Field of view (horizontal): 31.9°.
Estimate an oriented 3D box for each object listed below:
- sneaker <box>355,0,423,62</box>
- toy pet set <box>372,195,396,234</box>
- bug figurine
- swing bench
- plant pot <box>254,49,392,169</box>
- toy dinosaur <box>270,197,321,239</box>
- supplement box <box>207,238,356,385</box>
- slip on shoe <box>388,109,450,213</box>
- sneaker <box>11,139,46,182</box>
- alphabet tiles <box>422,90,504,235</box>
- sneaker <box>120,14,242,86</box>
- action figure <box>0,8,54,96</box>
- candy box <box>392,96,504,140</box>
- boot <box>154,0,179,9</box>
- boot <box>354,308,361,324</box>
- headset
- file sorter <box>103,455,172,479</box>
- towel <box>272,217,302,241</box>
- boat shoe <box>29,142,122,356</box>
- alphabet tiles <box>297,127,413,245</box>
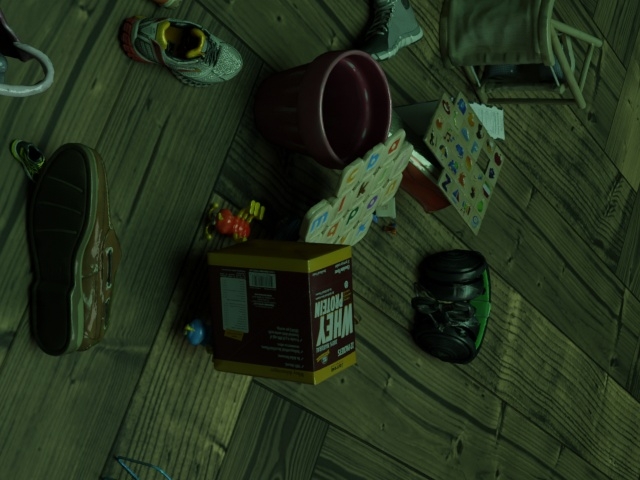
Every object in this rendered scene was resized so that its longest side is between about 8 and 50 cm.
[{"bbox_3d":[0.111,-0.417,2.122,0.229,0.086,0.132,-40,119,-52],"label":"sneaker"},{"bbox_3d":[0.115,-0.067,2.195,0.114,0.065,0.122,-72,160,-75],"label":"toy pet set"},{"bbox_3d":[-0.141,0.082,1.875,0.216,0.072,0.278,36,62,-53],"label":"bug figurine"},{"bbox_3d":[0.411,-0.403,2.341,0.255,0.253,0.165,32,70,-47],"label":"swing bench"},{"bbox_3d":[-0.006,-0.224,1.915,0.201,0.180,0.201,-9,102,-50],"label":"plant pot"},{"bbox_3d":[0.000,0.000,2.045,0.118,0.064,0.268,-57,135,-9],"label":"toy dinosaur"},{"bbox_3d":[-0.059,0.107,1.757,0.129,0.191,0.194,-19,109,-57],"label":"supplement box"},{"bbox_3d":[0.135,-0.167,2.113,0.331,0.101,0.123,40,27,-21],"label":"slip on shoe"},{"bbox_3d":[-0.399,-0.107,1.568,0.083,0.035,0.031,53,56,-39],"label":"sneaker"},{"bbox_3d":[0.268,-0.157,2.112,0.237,0.009,0.198,48,53,-37],"label":"alphabet tiles"},{"bbox_3d":[-0.200,-0.291,1.741,0.225,0.093,0.088,6,90,-51],"label":"sneaker"},{"bbox_3d":[-0.451,-0.376,1.308,0.248,0.276,0.370,-1,109,-44],"label":"action figure"},{"bbox_3d":[0.247,-0.231,2.229,0.196,0.165,0.070,1,86,-51],"label":"candy box"},{"bbox_3d":[-0.238,-0.442,1.708,0.085,0.059,0.157,20,80,-45],"label":"boot"},{"bbox_3d":[-0.015,0.134,1.987,0.115,0.112,0.305,-62,159,-2],"label":"boot"},{"bbox_3d":[0.295,0.138,2.320,0.394,0.185,0.243,10,86,-62],"label":"headset"},{"bbox_3d":[-0.295,0.427,1.695,0.170,0.118,0.104,-56,130,-30],"label":"file sorter"},{"bbox_3d":[-0.060,0.020,1.901,0.119,0.029,0.067,-57,138,-39],"label":"towel"},{"bbox_3d":[-0.345,0.009,1.601,0.104,0.111,0.307,-11,115,-57],"label":"boat shoe"},{"bbox_3d":[0.055,-0.063,1.920,0.284,0.021,0.278,-36,158,-37],"label":"alphabet tiles"}]
